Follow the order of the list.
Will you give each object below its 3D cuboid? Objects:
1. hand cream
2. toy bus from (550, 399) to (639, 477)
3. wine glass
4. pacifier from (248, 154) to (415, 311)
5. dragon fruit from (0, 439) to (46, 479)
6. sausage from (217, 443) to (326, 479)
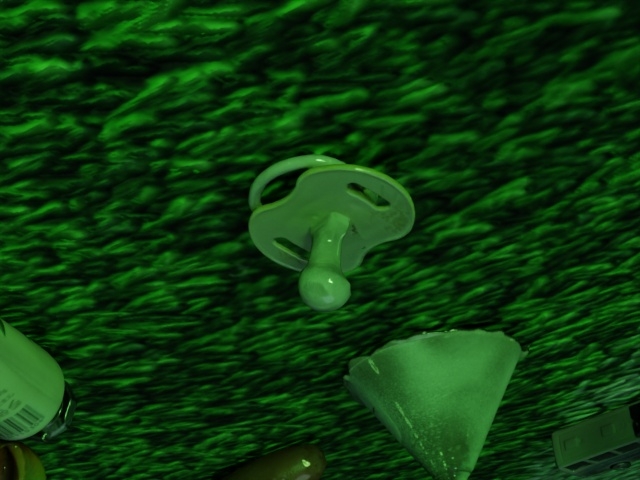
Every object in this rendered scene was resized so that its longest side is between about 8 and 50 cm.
[{"bbox_3d":[-0.189,0.045,0.666,0.080,0.050,0.234,-13,151,16],"label":"hand cream"},{"bbox_3d":[0.236,0.142,1.054,0.130,0.037,0.052,-28,146,36],"label":"toy bus"},{"bbox_3d":[0.084,0.154,0.839,0.122,0.183,0.122,-9,154,-5],"label":"wine glass"},{"bbox_3d":[0.000,0.000,0.616,0.068,0.064,0.083,27,139,-28],"label":"pacifier"},{"bbox_3d":[-0.249,0.185,0.736,0.224,0.227,0.224,-10,165,-3],"label":"dragon fruit"},{"bbox_3d":[-0.064,0.193,1.036,0.043,0.043,0.186,10,148,-38],"label":"sausage"}]
